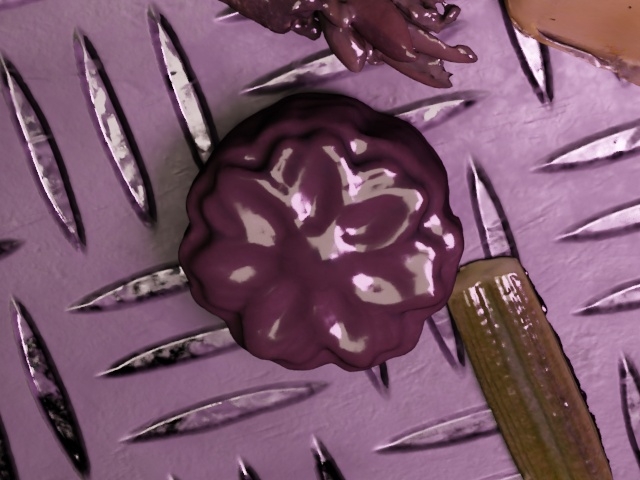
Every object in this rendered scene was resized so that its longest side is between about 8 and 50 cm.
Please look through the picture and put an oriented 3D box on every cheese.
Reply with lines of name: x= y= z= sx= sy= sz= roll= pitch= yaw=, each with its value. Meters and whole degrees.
cheese: x=0.304 y=-0.260 z=1.415 sx=0.260 sy=0.316 sz=0.128 roll=13 pitch=68 yaw=-4

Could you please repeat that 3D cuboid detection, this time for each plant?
plant: x=0.008 y=-0.267 z=1.461 sx=0.321 sy=0.194 sz=0.181 roll=20 pitch=112 yaw=-2

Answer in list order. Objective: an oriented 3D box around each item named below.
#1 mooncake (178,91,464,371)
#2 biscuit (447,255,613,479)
mooncake: x=0.000 y=0.000 z=1.583 sx=0.283 sy=0.141 sz=0.283 roll=2 pitch=109 yaw=5
biscuit: x=0.226 y=0.164 z=1.683 sx=0.099 sy=0.038 sz=0.322 roll=-21 pitch=107 yaw=12
